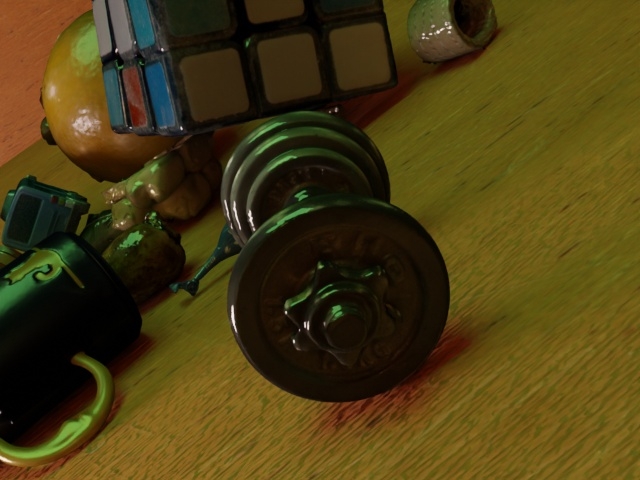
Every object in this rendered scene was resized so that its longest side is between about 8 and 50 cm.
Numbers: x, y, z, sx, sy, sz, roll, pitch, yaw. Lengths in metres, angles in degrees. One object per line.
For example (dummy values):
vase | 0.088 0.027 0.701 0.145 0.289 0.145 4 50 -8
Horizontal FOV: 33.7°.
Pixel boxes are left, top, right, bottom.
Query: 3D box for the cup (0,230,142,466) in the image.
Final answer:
cup | -0.322 0.148 1.218 0.256 0.255 0.178 -39 -18 -21

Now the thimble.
thimble | 0.186 -0.311 1.514 0.115 0.102 0.090 -11 -1 -45

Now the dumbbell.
dumbbell | 0.000 0.000 0.955 0.179 0.179 0.406 -32 20 6

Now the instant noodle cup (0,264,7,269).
instant noodle cup | -0.403 0.090 1.443 0.151 0.151 0.122 -11 23 48

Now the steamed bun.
steamed bun | -0.239 -0.075 1.627 0.177 0.106 0.192 -28 11 27

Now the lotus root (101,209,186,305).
lotus root | -0.259 0.051 1.389 0.190 0.094 0.108 -44 -20 3

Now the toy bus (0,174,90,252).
toy bus | -0.475 -0.040 1.804 0.234 0.133 0.116 -155 83 -73

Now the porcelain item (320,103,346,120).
porcelain item | -0.026 -0.121 1.462 0.084 0.054 0.213 -9 26 40

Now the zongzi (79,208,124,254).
zongzi | -0.352 0.000 1.708 0.109 0.055 0.119 -15 38 41

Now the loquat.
loquat | -0.357 -0.248 1.883 0.359 0.328 0.328 -20 23 22

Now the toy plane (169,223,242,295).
toy plane | -0.118 0.007 1.306 0.167 0.062 0.054 -47 21 -6

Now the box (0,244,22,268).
box | -0.514 0.056 1.742 0.105 0.105 0.037 -16 31 41

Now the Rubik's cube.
Rubik's cube | -0.136 -0.345 1.561 0.362 0.363 0.359 -12 6 -25
